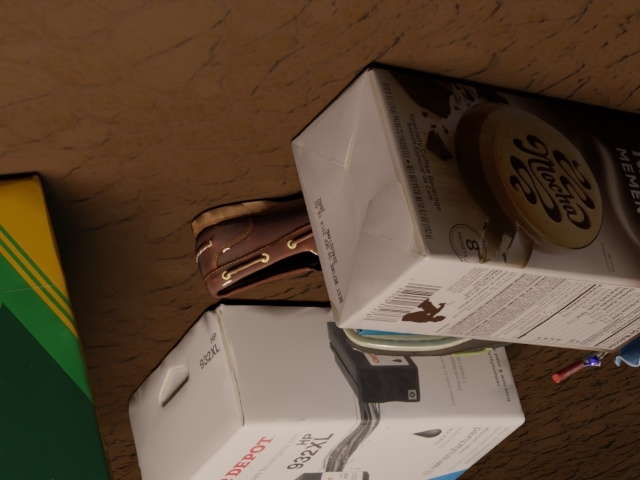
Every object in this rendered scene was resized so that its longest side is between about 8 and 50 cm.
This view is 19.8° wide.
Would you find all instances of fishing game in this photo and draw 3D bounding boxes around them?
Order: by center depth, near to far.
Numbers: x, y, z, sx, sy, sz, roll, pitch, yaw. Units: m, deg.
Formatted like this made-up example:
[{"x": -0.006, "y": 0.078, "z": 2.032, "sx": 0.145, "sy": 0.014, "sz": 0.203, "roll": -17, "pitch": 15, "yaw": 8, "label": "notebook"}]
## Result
[{"x": 0.334, "y": 0.074, "z": 1.540, "sx": 0.264, "sy": 0.041, "sz": 0.189, "roll": -22, "pitch": 180, "yaw": 39, "label": "fishing game"}]

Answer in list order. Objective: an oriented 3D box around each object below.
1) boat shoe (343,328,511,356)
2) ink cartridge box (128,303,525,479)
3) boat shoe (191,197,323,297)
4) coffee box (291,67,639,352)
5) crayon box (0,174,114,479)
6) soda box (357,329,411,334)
[{"x": 0.125, "y": 0.073, "z": 1.696, "sx": 0.228, "sy": 0.081, "sz": 0.068, "roll": -10, "pitch": 149, "yaw": -15, "label": "boat shoe"}, {"x": 0.002, "y": 0.168, "z": 1.763, "sx": 0.307, "sy": 0.129, "sz": 0.223, "roll": 3, "pitch": 149, "yaw": -30, "label": "ink cartridge box"}, {"x": 0.000, "y": 0.000, "z": 1.508, "sx": 0.207, "sy": 0.073, "sz": 0.073, "roll": -14, "pitch": 152, "yaw": -5, "label": "boat shoe"}, {"x": 0.143, "y": -0.018, "z": 1.440, "sx": 0.297, "sy": 0.168, "sz": 0.119, "roll": 6, "pitch": 147, "yaw": -37, "label": "coffee box"}, {"x": -0.248, "y": 0.175, "z": 1.449, "sx": 0.106, "sy": 0.313, "sz": 0.363, "roll": -9, "pitch": 152, "yaw": -17, "label": "crayon box"}, {"x": 0.140, "y": 0.048, "z": 1.619, "sx": 0.210, "sy": 0.067, "sz": 0.071, "roll": 0, "pitch": 171, "yaw": -10, "label": "soda box"}]
